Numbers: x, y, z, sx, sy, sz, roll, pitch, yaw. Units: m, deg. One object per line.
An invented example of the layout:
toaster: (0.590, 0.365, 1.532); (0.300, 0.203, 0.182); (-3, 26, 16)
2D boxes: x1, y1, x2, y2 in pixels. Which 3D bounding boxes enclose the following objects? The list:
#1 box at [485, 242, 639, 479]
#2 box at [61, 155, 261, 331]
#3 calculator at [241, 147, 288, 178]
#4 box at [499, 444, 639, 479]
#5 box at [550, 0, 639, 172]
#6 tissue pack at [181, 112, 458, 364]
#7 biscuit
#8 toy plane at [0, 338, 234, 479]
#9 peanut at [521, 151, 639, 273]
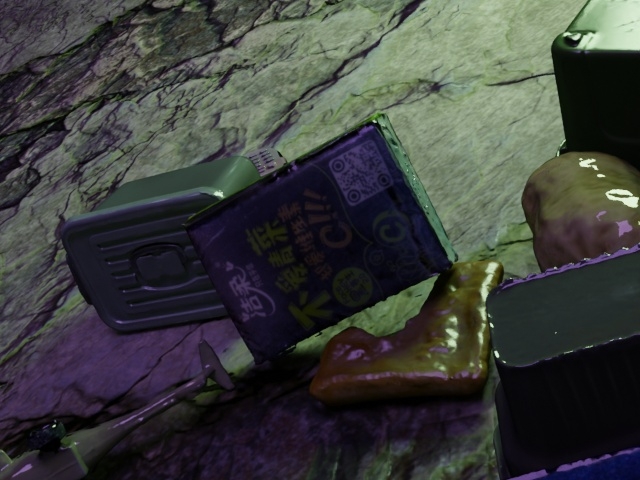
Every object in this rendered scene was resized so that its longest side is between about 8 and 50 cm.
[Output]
box: (0.246, 0.097, 0.763); (0.274, 0.178, 0.138); (-17, 33, 13)
box: (-0.164, -0.002, 1.222); (0.243, 0.163, 0.135); (-12, 26, 24)
calculator: (-0.089, -0.079, 1.388); (0.103, 0.024, 0.166); (-23, 30, 5)
box: (0.182, 0.266, 0.626); (0.279, 0.116, 0.261); (-17, 35, 13)
box: (0.405, -0.178, 1.038); (0.329, 0.177, 0.252); (5, 46, 40)
tissue pack: (0.000, 0.000, 1.049); (0.236, 0.173, 0.073); (-29, -1, 15)
biscuit: (0.087, 0.091, 1.011); (0.183, 0.039, 0.174); (-11, 37, 21)
toy plane: (-0.225, 0.202, 1.044); (0.286, 0.092, 0.108); (-30, 8, -2)
peanut: (0.257, -0.005, 0.948); (0.129, 0.129, 0.224); (-23, 26, 5)
